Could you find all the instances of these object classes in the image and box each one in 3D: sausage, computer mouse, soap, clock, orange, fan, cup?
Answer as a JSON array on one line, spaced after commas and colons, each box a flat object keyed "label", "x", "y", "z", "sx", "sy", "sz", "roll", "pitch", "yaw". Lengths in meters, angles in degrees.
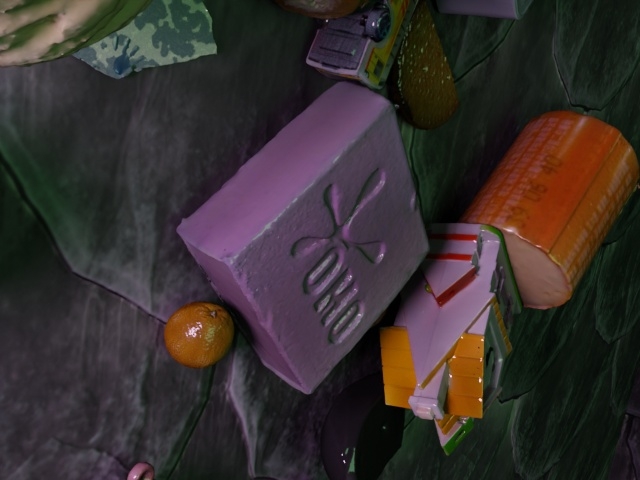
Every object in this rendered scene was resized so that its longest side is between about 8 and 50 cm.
[{"label": "sausage", "x": 0.390, "y": -0.052, "z": 1.302, "sx": 0.287, "sy": 0.233, "sz": 0.233, "roll": -51, "pitch": 138, "yaw": -24}, {"label": "computer mouse", "x": 0.059, "y": 0.295, "z": 1.155, "sx": 0.270, "sy": 0.086, "sz": 0.137, "roll": -19, "pitch": 109, "yaw": -65}, {"label": "soap", "x": 0.000, "y": 0.000, "z": 0.924, "sx": 0.285, "sy": 0.107, "sz": 0.296, "roll": -48, "pitch": 142, "yaw": -20}, {"label": "clock", "x": 0.203, "y": 0.162, "z": 1.178, "sx": 0.235, "sy": 0.166, "sz": 0.309, "roll": 61, "pitch": 40, "yaw": -44}, {"label": "orange", "x": -0.137, "y": 0.106, "z": 0.847, "sx": 0.085, "sy": 0.085, "sz": 0.085, "roll": -24, "pitch": 123, "yaw": -43}, {"label": "fan", "x": -0.185, "y": -0.218, "z": 0.702, "sx": 0.240, "sy": 0.009, "sz": 0.131, "roll": -3, "pitch": 108, "yaw": -50}, {"label": "cup", "x": 0.240, "y": -0.383, "z": 1.058, "sx": 0.128, "sy": 0.129, "sz": 0.095, "roll": -56, "pitch": 147, "yaw": -23}]

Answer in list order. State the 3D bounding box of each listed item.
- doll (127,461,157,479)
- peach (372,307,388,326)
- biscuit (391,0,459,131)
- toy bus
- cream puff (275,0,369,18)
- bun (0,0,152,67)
[{"label": "doll", "x": -0.231, "y": 0.373, "z": 0.834, "sx": 0.211, "sy": 0.093, "sz": 0.262, "roll": 25, "pitch": 83, "yaw": -59}, {"label": "peach", "x": 0.058, "y": 0.091, "z": 1.080, "sx": 0.083, "sy": 0.083, "sz": 0.083, "roll": -24, "pitch": 123, "yaw": -43}, {"label": "biscuit", "x": 0.145, "y": -0.237, "z": 1.084, "sx": 0.126, "sy": 0.025, "sz": 0.206, "roll": -53, "pitch": 138, "yaw": -22}, {"label": "toy bus", "x": 0.075, "y": -0.316, "z": 0.918, "sx": 0.106, "sy": 0.092, "sz": 0.268, "roll": 28, "pitch": 83, "yaw": -62}, {"label": "cream puff", "x": -0.005, "y": -0.303, "z": 0.794, "sx": 0.144, "sy": 0.126, "sz": 0.103, "roll": 8, "pitch": 83, "yaw": -61}, {"label": "bun", "x": -0.196, "y": -0.288, "z": 0.427, "sx": 0.349, "sy": 0.227, "sz": 0.352, "roll": -3, "pitch": 90, "yaw": -64}]
